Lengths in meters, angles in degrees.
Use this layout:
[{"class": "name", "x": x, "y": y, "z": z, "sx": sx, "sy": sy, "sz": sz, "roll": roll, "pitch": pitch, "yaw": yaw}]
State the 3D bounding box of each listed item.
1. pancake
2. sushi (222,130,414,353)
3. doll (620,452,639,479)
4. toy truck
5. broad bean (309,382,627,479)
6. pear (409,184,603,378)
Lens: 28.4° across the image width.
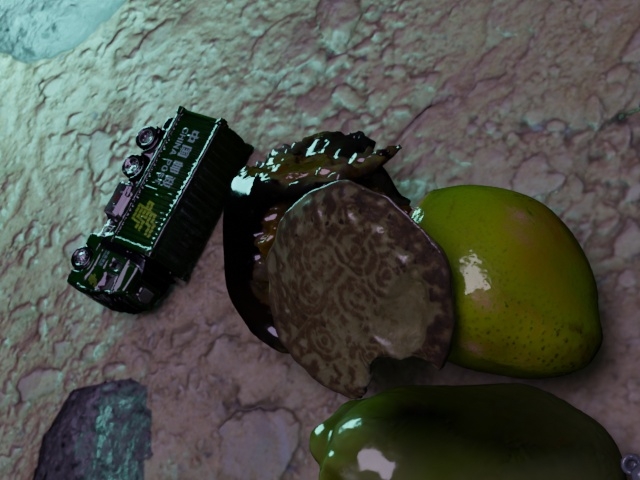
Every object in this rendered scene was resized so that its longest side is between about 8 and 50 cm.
[{"class": "pancake", "x": 0.033, "y": 0.049, "z": 1.220, "sx": 0.235, "sy": 0.029, "sz": 0.212, "roll": -18, "pitch": 94, "yaw": 42}, {"class": "sushi", "x": 0.003, "y": 0.001, "z": 1.366, "sx": 0.213, "sy": 0.204, "sz": 0.200, "roll": -25, "pitch": 18, "yaw": -22}, {"class": "doll", "x": 0.345, "y": 0.271, "z": 1.091, "sx": 0.227, "sy": 0.075, "sz": 0.102, "roll": 44, "pitch": 92, "yaw": 18}, {"class": "toy truck", "x": -0.200, "y": -0.033, "z": 1.548, "sx": 0.121, "sy": 0.088, "sz": 0.259, "roll": 20, "pitch": 78, "yaw": 35}, {"class": "broad bean", "x": 0.137, "y": 0.209, "z": 1.154, "sx": 0.238, "sy": 0.291, "sz": 0.119, "roll": -110, "pitch": 24, "yaw": -67}, {"class": "pear", "x": 0.181, "y": 0.047, "z": 1.247, "sx": 0.220, "sy": 0.187, "sz": 0.187, "roll": 27, "pitch": 83, "yaw": 21}]
